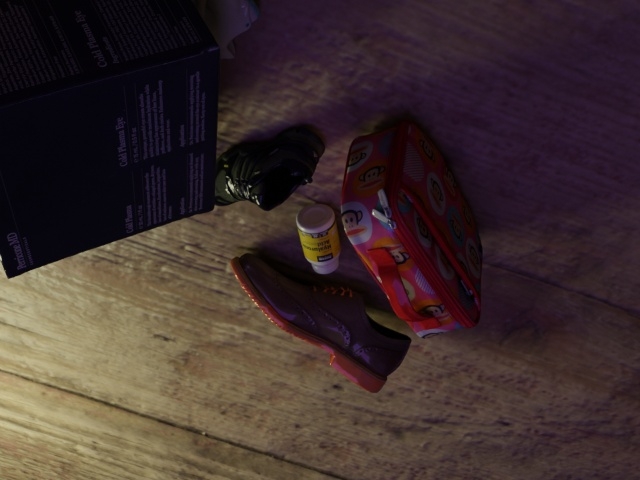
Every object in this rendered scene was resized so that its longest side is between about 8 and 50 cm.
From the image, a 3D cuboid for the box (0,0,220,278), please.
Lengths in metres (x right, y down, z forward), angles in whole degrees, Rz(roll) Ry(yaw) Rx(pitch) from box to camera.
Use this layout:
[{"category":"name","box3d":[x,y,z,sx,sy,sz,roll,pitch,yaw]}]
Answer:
[{"category":"box","box3d":[-0.312,-0.152,1.123,0.312,0.179,0.343,-21,152,-21]}]

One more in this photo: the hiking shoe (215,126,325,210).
[{"category":"hiking shoe","box3d":[-0.101,-0.094,1.319,0.227,0.114,0.086,-23,126,32]}]

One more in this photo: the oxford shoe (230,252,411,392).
[{"category":"oxford shoe","box3d":[0.002,0.119,1.542,0.363,0.130,0.133,37,100,-15]}]

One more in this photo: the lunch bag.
[{"category":"lunch bag","box3d":[0.136,-0.001,1.252,0.120,0.258,0.293,-16,130,28]}]

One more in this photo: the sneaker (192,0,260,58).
[{"category":"sneaker","box3d":[-0.120,-0.322,1.128,0.094,0.080,0.212,12,145,-16]}]

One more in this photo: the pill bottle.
[{"category":"pill bottle","box3d":[0.000,0.000,1.429,0.065,0.065,0.116,0,136,14]}]
